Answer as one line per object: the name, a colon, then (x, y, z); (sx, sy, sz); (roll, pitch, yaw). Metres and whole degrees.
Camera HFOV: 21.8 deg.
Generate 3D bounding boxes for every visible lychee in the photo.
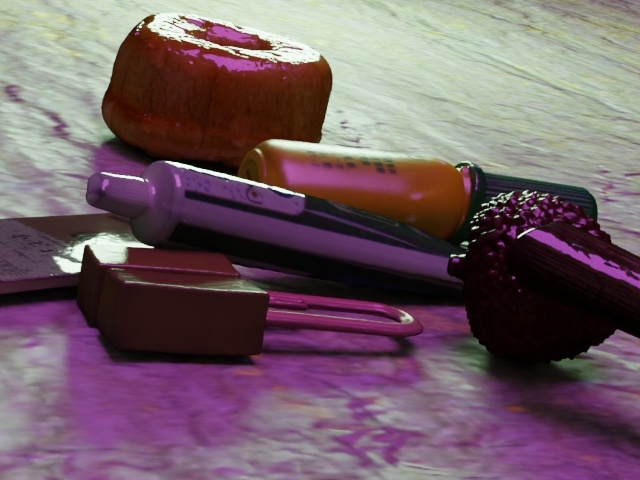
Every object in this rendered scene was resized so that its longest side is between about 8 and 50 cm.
lychee: (0.155, 0.027, 1.160); (0.129, 0.123, 0.123); (-2, 20, -21)

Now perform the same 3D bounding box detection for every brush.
brush: (-0.038, 0.043, 1.117); (0.234, 0.047, 0.103); (4, 14, -22)

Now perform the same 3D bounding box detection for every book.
book: (-0.190, 0.007, 1.186); (0.199, 0.016, 0.138); (-5, 19, -41)

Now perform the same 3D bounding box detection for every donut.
donut: (-0.096, -0.140, 1.566); (0.227, 0.113, 0.226); (11, 16, -3)

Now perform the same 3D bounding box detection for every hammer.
hammer: (0.306, 0.089, 1.023); (0.409, 0.095, 0.242); (23, 22, 16)

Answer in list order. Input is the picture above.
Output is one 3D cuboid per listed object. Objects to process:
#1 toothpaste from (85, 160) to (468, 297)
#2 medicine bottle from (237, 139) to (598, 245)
toothpaste: (0.000, 0.000, 1.225); (0.392, 0.061, 0.099); (13, 12, -35)
medicine bottle: (0.086, -0.034, 1.390); (0.309, 0.076, 0.111); (4, 20, -17)
